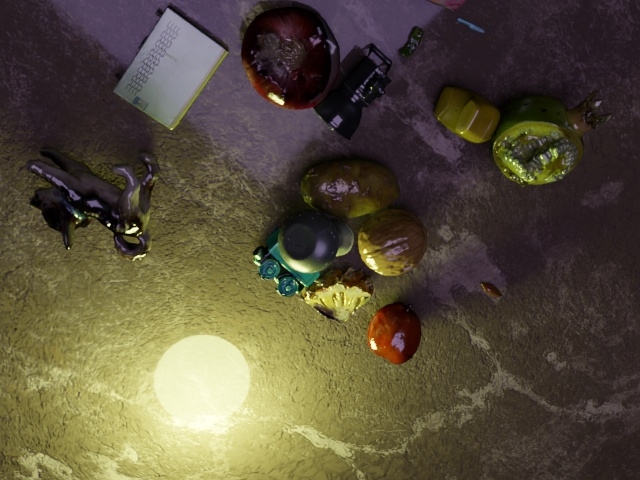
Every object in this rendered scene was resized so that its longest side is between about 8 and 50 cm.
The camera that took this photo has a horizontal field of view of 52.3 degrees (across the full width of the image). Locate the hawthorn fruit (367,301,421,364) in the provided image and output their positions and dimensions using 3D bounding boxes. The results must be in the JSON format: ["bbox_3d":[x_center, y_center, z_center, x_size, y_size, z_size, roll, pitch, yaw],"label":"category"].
[{"bbox_3d":[0.251,0.291,2.125,0.185,0.185,0.202,19,106,-17],"label":"hawthorn fruit"}]

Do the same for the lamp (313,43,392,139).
[{"bbox_3d":[0.103,-0.399,1.748,0.147,0.172,0.227,37,109,-21],"label":"lamp"}]

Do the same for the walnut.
[{"bbox_3d":[0.220,0.004,1.959,0.213,0.213,0.213,-3,118,-6],"label":"walnut"}]

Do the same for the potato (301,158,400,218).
[{"bbox_3d":[0.089,-0.150,1.890,0.298,0.141,0.176,2,127,-9],"label":"potato"}]

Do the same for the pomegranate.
[{"bbox_3d":[0.633,-0.295,1.821,0.340,0.260,0.260,-28,119,28],"label":"pomegranate"}]

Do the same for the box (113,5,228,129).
[{"bbox_3d":[-0.399,-0.454,1.719,0.210,0.045,0.270,31,109,-21],"label":"box"}]

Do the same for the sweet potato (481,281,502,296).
[{"bbox_3d":[0.576,0.167,2.183,0.095,0.034,0.034,27,111,-17],"label":"sweet potato"}]

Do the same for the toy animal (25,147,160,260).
[{"bbox_3d":[-0.627,-0.087,1.796,0.344,0.194,0.303,3,112,-3],"label":"toy animal"}]

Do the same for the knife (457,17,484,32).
[{"bbox_3d":[0.413,-0.588,1.784,0.091,0.005,0.014,18,112,-17],"label":"knife"}]

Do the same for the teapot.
[{"bbox_3d":[0.000,0.000,1.889,0.183,0.251,0.184,1,92,28],"label":"teapot"}]

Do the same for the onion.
[{"bbox_3d":[-0.088,-0.471,1.695,0.272,0.195,0.272,-2,94,-33],"label":"onion"}]

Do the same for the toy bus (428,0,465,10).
[{"bbox_3d":[0.378,-0.750,1.605,0.162,0.171,0.386,31,110,-25],"label":"toy bus"}]

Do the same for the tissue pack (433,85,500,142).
[{"bbox_3d":[0.413,-0.350,1.812,0.127,0.178,0.123,9,116,-35],"label":"tissue pack"}]

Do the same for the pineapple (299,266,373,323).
[{"bbox_3d":[0.057,0.175,2.087,0.236,0.114,0.186,-9,119,8],"label":"pineapple"}]

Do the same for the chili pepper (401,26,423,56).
[{"bbox_3d":[0.252,-0.540,1.777,0.030,0.034,0.091,38,111,11],"label":"chili pepper"}]

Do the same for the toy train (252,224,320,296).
[{"bbox_3d":[-0.102,0.067,1.994,0.163,0.112,0.203,-42,117,8],"label":"toy train"}]
